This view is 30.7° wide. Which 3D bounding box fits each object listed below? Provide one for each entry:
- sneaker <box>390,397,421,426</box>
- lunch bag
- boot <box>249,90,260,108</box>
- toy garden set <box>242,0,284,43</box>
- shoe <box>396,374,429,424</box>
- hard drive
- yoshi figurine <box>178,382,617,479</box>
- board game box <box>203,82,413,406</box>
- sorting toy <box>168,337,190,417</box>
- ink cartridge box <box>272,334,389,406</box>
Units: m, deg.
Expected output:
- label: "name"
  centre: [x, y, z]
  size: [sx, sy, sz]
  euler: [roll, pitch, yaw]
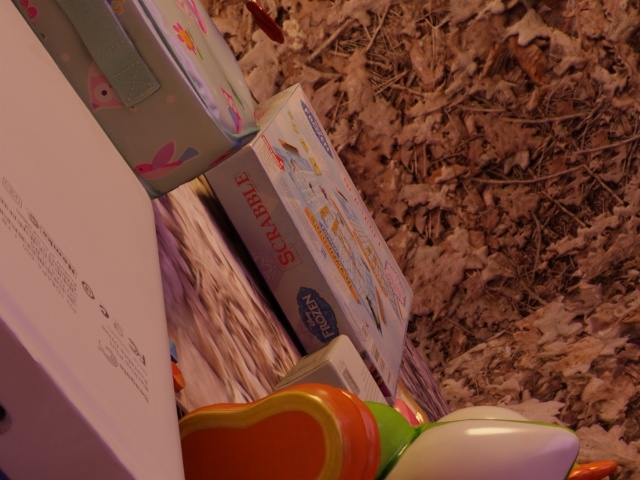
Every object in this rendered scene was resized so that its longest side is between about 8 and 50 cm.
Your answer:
- label: "sneaker"
  centre: [0.174, 0.295, 1.346]
  size: [0.314, 0.136, 0.116]
  euler: [58, 3, -10]
- label: "lunch bag"
  centre: [-0.159, -0.165, 0.831]
  size: [0.279, 0.108, 0.224]
  euler: [57, 9, -6]
- label: "boot"
  centre: [-0.108, -0.124, 1.433]
  size: [0.246, 0.083, 0.161]
  euler: [59, 9, 15]
- label: "toy garden set"
  centre: [-0.138, -0.224, 0.961]
  size: [0.244, 0.204, 0.049]
  euler: [58, 26, -8]
- label: "shoe"
  centre: [0.091, 0.223, 1.521]
  size: [0.076, 0.058, 0.219]
  euler: [103, -28, -48]
- label: "hard drive"
  centre: [-0.135, -0.020, 0.509]
  size: [0.210, 0.040, 0.318]
  euler: [57, 4, -26]
- label: "yoshi figurine"
  centre: [0.037, 0.174, 0.667]
  size: [0.203, 0.203, 0.362]
  euler: [17, 0, 26]
- label: "board game box"
  centre: [0.000, 0.000, 1.344]
  size: [0.318, 0.066, 0.318]
  euler: [61, 16, -12]
- label: "sorting toy"
  centre: [-0.087, 0.069, 0.639]
  size: [0.062, 0.012, 0.083]
  euler: [57, 4, -31]
- label: "ink cartridge box"
  centre: [0.054, 0.208, 1.055]
  size: [0.239, 0.060, 0.275]
  euler: [60, 3, 3]
